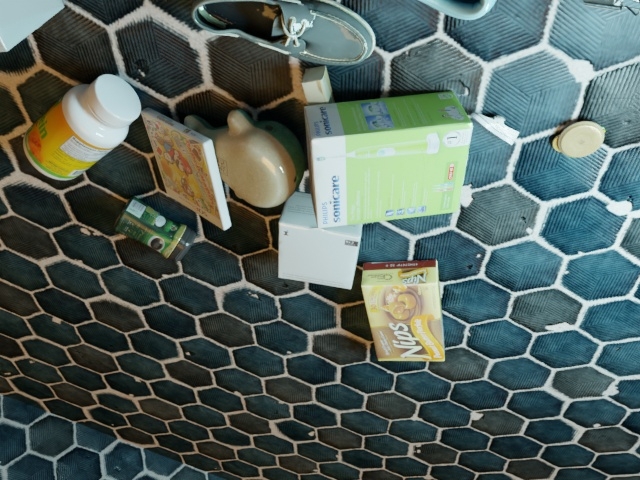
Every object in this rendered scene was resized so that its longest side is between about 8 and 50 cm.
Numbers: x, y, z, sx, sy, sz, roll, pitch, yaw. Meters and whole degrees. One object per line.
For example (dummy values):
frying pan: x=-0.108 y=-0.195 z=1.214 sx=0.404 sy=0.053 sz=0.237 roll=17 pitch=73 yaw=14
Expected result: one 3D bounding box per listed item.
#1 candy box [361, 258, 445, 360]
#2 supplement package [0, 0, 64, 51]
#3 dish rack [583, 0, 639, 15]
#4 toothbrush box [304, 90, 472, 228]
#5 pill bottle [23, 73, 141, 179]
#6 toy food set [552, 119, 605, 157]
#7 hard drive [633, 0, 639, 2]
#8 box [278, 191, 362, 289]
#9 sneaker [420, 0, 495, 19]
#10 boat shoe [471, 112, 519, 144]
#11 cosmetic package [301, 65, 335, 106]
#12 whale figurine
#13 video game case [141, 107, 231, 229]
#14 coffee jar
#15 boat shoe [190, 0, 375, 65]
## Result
candy box: x=0.220 y=0.189 z=1.415 sx=0.183 sy=0.087 sz=0.316 roll=-2 pitch=134 yaw=15
supplement package: x=-0.570 y=-0.442 z=0.894 sx=0.149 sy=0.194 sz=0.203 roll=1 pitch=133 yaw=12
dish rack: x=0.500 y=-0.379 z=0.718 sx=0.272 sy=0.074 sz=0.208 roll=9 pitch=134 yaw=3
toothbrush box: x=0.120 y=-0.150 z=1.034 sx=0.283 sy=0.122 sz=0.206 roll=-8 pitch=134 yaw=-4
pill bottle: x=-0.483 y=-0.233 z=1.121 sx=0.246 sy=0.136 sz=0.136 roll=-25 pitch=124 yaw=31
toy food set: x=0.489 y=-0.190 z=1.032 sx=0.083 sy=0.020 sz=0.083 roll=21 pitch=134 yaw=-9
hard drive: x=0.508 y=-0.482 z=0.712 sx=0.237 sy=0.064 sz=0.339 roll=16 pitch=134 yaw=-4
box: x=0.000 y=0.000 z=1.256 sx=0.181 sy=0.119 sz=0.182 roll=10 pitch=135 yaw=4
sneaker: x=0.111 y=-0.443 z=0.775 sx=0.366 sy=0.150 sz=0.135 roll=25 pitch=133 yaw=-12
boat shoe: x=0.332 y=-0.219 z=1.033 sx=0.100 sy=0.035 sz=0.035 roll=30 pitch=106 yaw=-11
cosmetic package: x=0.001 y=-0.264 z=1.039 sx=0.041 sy=0.060 sz=0.115 roll=-5 pitch=134 yaw=15
whale figurine: x=-0.151 y=-0.184 z=1.124 sx=0.272 sy=0.141 sz=0.216 roll=25 pitch=140 yaw=22
video game case: x=-0.284 y=-0.150 z=1.164 sx=0.206 sy=0.026 sz=0.227 roll=29 pitch=143 yaw=30
coffee jar: x=-0.404 y=-0.024 z=1.349 sx=0.184 sy=0.079 sz=0.096 roll=32 pitch=130 yaw=-17
boat shoe: x=-0.065 y=-0.358 z=0.932 sx=0.319 sy=0.099 sz=0.116 roll=17 pitch=135 yaw=-4
